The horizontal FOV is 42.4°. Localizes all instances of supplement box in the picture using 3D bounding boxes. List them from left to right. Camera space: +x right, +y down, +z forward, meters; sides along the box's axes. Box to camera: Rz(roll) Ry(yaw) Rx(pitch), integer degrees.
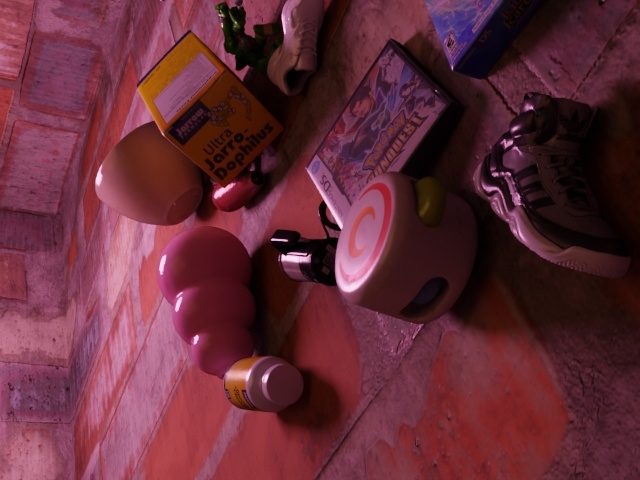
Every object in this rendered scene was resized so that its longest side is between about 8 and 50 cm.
[{"bbox_3d":[-0.260,-0.307,1.878,0.194,0.195,0.356,-45,34,5],"label":"supplement box"}]

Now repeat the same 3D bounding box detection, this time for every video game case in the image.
[{"bbox_3d":[0.091,-0.160,1.331,0.275,0.035,0.248,-56,34,21],"label":"video game case"},{"bbox_3d":[0.242,-0.406,1.140,0.269,0.061,0.244,-54,36,42],"label":"video game case"}]

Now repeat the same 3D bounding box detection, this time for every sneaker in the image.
[{"bbox_3d":[-0.032,-0.395,1.665,0.115,0.090,0.232,60,143,43],"label":"sneaker"},{"bbox_3d":[0.270,-0.076,0.924,0.268,0.101,0.153,-121,45,-56],"label":"sneaker"}]

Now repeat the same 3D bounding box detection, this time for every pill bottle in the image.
[{"bbox_3d":[-0.106,0.270,1.550,0.184,0.103,0.103,-17,66,61],"label":"pill bottle"}]

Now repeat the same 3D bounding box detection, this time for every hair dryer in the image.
[{"bbox_3d":[-0.195,-0.176,1.901,0.293,0.080,0.223,53,127,55],"label":"hair dryer"}]

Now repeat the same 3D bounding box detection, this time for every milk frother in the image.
[{"bbox_3d":[0.000,0.000,1.464,0.143,0.129,0.135,-42,18,-20],"label":"milk frother"}]

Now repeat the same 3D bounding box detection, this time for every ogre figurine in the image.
[{"bbox_3d":[-0.161,-0.449,1.864,0.118,0.197,0.097,106,-175,-49],"label":"ogre figurine"}]

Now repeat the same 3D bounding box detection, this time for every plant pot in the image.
[{"bbox_3d":[-0.419,-0.149,2.176,0.191,0.284,0.284,41,125,18],"label":"plant pot"}]

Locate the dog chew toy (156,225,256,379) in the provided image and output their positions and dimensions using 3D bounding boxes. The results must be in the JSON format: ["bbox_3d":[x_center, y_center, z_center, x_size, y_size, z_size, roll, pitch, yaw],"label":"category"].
[{"bbox_3d":[-0.229,0.136,1.747,0.206,0.207,0.331,-50,47,45],"label":"dog chew toy"}]

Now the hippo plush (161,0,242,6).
[{"bbox_3d":[-0.208,-0.674,1.901,0.236,0.294,0.234,36,135,52],"label":"hippo plush"}]

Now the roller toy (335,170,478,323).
[{"bbox_3d":[0.120,0.013,1.145,0.209,0.146,0.191,11,82,69],"label":"roller toy"}]
